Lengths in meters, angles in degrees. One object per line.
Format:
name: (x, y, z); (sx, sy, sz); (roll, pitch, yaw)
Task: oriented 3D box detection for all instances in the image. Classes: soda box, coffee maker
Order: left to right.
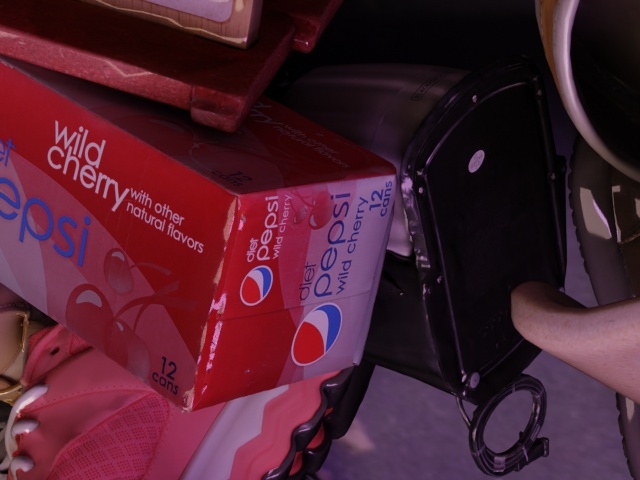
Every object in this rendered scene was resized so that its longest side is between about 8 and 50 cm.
soda box: (-0.098, -0.036, 0.689); (0.263, 0.092, 0.083); (29, 116, 35)
coffee maker: (0.000, 0.000, 0.748); (0.178, 0.120, 0.171); (12, 104, 38)

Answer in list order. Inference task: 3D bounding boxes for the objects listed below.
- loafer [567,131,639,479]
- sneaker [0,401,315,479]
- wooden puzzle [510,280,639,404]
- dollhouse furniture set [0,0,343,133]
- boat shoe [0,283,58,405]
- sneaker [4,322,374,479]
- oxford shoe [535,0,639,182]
loafer: (0.167, 0.043, 0.768); (0.078, 0.080, 0.220); (-4, 124, 29)
sneaker: (-0.124, 0.113, 0.942); (0.262, 0.099, 0.121); (5, 148, 13)
wooden puzzle: (0.287, 0.026, 0.617); (0.347, 0.081, 0.322); (-12, 153, 34)
dollhouse furniture set: (-0.161, -0.198, 0.658); (0.374, 0.152, 0.201); (15, 121, 13)
boat shoe: (-0.146, 0.050, 0.879); (0.063, 0.170, 0.059); (-45, 80, 9)
sneaker: (-0.097, 0.107, 0.806); (0.136, 0.314, 0.116); (32, 143, 13)
oxford shoe: (0.268, -0.096, 0.576); (0.449, 0.130, 0.169); (-10, 120, 30)
